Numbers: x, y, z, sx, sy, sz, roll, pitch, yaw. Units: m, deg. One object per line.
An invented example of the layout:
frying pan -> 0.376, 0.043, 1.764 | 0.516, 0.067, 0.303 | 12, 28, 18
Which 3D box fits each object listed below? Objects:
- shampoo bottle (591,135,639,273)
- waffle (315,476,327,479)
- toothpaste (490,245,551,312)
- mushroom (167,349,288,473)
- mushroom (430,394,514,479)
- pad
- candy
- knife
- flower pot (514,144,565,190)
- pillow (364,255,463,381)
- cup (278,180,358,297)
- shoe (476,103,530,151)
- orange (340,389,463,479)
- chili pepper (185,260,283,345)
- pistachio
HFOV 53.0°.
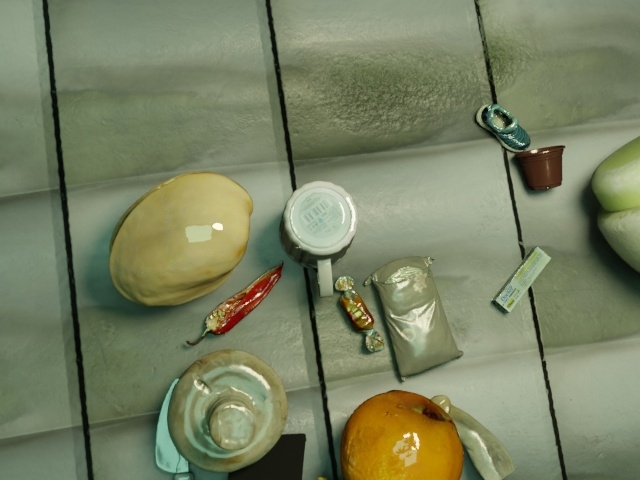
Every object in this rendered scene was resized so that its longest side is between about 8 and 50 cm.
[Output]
shampoo bottle -> 0.758, -0.072, 1.350 | 0.322, 0.322, 0.317 | -34, 92, -9
waffle -> -0.030, 0.635, 1.263 | 0.324, 0.151, 0.261 | -26, 87, -3
toothpaste -> 0.451, 0.086, 1.444 | 0.046, 0.034, 0.164 | 40, 80, 1
mushroom -> -0.181, 0.335, 1.253 | 0.243, 0.243, 0.244 | 1, 82, -5
mushroom -> 0.314, 0.418, 1.363 | 0.092, 0.081, 0.223 | -39, 84, -29
pad -> -0.113, 0.505, 1.253 | 0.159, 0.009, 0.265 | -6, 46, 12
candy -> 0.084, 0.160, 1.393 | 0.053, 0.046, 0.182 | -27, 83, -10
knife -> -0.297, 0.455, 1.323 | 0.080, 0.044, 0.332 | -10, 78, -4
flower pot -> 0.504, -0.162, 1.458 | 0.111, 0.111, 0.089 | -13, 98, -7
pillow -> 0.209, 0.162, 1.399 | 0.169, 0.059, 0.255 | -17, 83, -10
cup -> 0.011, -0.011, 1.331 | 0.166, 0.202, 0.221 | -35, 86, -7
shoe -> 0.427, -0.262, 1.473 | 0.143, 0.071, 0.064 | 40, 81, -4
orange -> 0.159, 0.418, 1.263 | 0.246, 0.246, 0.246 | 1, 82, -5
chili pepper -> -0.174, 0.141, 1.373 | 0.268, 0.059, 0.050 | -40, 126, -12
pistachio -> -0.276, -0.002, 1.300 | 0.321, 0.229, 0.238 | -36, 113, 2
